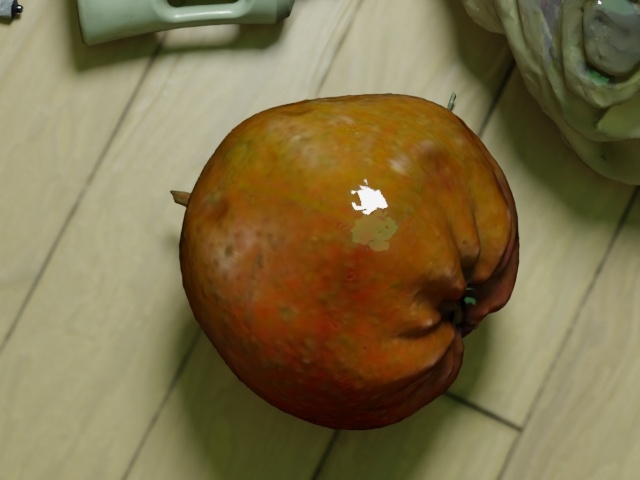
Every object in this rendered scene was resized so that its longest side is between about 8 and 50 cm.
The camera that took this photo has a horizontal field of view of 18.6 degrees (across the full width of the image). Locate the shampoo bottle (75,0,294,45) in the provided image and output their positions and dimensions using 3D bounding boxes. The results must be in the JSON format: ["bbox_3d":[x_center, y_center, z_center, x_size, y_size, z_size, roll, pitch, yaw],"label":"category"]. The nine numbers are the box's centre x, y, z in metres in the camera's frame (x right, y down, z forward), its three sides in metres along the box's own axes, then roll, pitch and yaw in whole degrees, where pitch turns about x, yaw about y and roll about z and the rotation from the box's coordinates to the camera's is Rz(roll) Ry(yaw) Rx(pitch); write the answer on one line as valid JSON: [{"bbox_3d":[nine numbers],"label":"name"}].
[{"bbox_3d":[-0.094,-0.237,1.673,0.234,0.087,0.118,-7,80,-4],"label":"shampoo bottle"}]

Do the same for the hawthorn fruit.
[{"bbox_3d":[0.000,0.000,1.569,0.298,0.277,0.277,23,81,26],"label":"hawthorn fruit"}]

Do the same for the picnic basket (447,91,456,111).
[{"bbox_3d":[0.101,-0.086,1.676,0.083,0.065,0.083,24,98,5],"label":"picnic basket"}]

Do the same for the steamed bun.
[{"bbox_3d":[0.268,-0.211,1.578,0.394,0.237,0.347,13,99,10],"label":"steamed bun"}]

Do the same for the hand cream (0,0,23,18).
[{"bbox_3d":[-0.303,-0.208,1.696,0.093,0.019,0.030,12,84,5],"label":"hand cream"}]
